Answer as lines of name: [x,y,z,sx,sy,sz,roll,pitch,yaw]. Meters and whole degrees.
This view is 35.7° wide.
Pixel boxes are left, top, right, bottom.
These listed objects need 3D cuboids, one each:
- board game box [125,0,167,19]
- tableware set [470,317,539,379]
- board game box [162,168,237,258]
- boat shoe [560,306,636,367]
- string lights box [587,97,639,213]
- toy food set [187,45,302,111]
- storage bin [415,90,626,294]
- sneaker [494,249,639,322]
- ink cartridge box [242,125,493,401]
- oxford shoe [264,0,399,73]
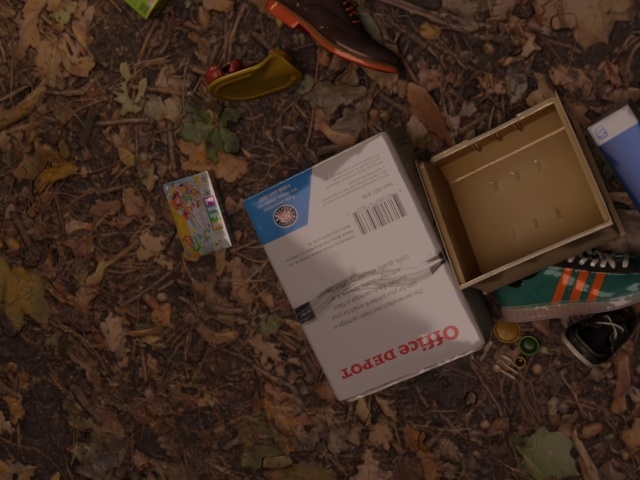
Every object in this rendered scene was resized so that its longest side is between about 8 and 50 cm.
board game box: [-0.361,-0.508,1.871,0.181,0.043,0.092,41,111,7]
tableware set: [0.312,0.180,1.799,0.154,0.024,0.104,33,110,10]
board game box: [-0.235,-0.051,1.938,0.103,0.026,0.154,-16,96,21]
boat shoe: [0.459,0.149,1.629,0.084,0.233,0.079,47,116,19]
string lights box: [0.533,-0.097,1.600,0.077,0.133,0.259,-32,90,22]
toy food set: [-0.138,-0.307,1.804,0.218,0.128,0.071,-13,77,26]
storage bin: [0.325,-0.078,1.642,0.262,0.123,0.260,-26,68,23]
sneaker: [0.437,0.055,1.682,0.302,0.108,0.121,-13,102,23]
ink cartridge box: [0.089,0.041,1.732,0.285,0.166,0.395,-24,92,19]
oxford shoe: [0.032,-0.381,1.736,0.271,0.097,0.098,33,105,10]
